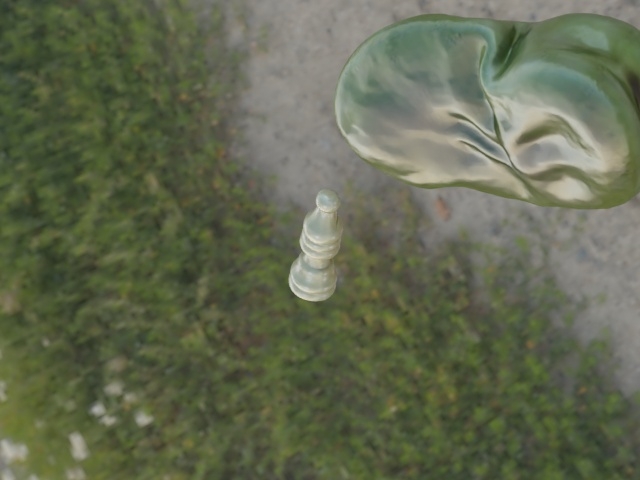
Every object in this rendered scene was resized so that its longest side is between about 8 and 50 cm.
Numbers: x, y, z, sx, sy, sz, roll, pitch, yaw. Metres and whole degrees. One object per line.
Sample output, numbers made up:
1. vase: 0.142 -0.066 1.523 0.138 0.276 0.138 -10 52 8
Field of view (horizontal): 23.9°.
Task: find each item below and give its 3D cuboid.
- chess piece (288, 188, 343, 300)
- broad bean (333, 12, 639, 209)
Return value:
1. chess piece: 0.000 0.000 1.056 0.035 0.035 0.092 43 144 26
2. broad bean: 0.107 -0.071 0.870 0.207 0.072 0.153 0 135 47
